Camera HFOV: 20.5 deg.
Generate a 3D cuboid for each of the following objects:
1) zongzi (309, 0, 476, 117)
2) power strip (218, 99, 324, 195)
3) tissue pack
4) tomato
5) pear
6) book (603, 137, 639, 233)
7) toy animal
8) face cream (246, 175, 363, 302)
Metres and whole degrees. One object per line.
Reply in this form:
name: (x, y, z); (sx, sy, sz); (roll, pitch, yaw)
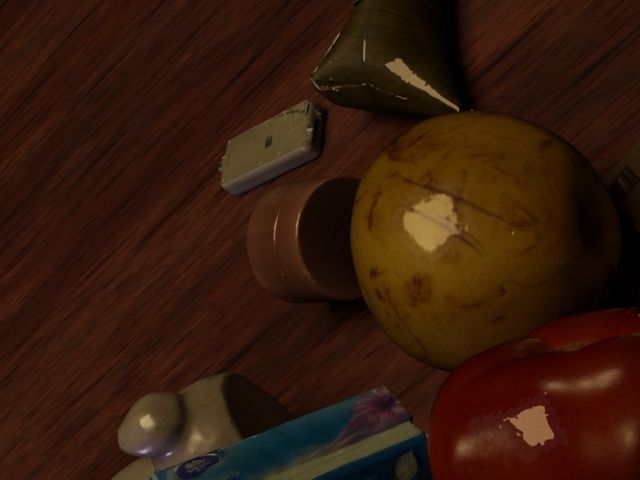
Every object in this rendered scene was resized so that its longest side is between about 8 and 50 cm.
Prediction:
zongzi: (0.129, -0.255, 2.155); (0.256, 0.115, 0.228); (14, 74, 49)
power strip: (-0.065, -0.125, 2.379); (0.192, 0.035, 0.081); (-24, 49, 42)
tissue pack: (-0.013, 0.289, 1.768); (0.263, 0.198, 0.146); (-19, 29, -14)
tomato: (0.235, 0.193, 1.586); (0.298, 0.298, 0.226); (2, 109, 53)
pear: (0.166, 0.001, 1.794); (0.280, 0.280, 0.281); (-32, 44, 37)
book: (0.425, -0.115, 1.742); (0.310, 0.021, 0.217); (-51, 36, 15)
toy animal: (-0.193, 0.310, 2.055); (0.367, 0.241, 0.196); (-44, 36, 24)
face cream: (0.000, 0.000, 2.102); (0.104, 0.149, 0.149); (-5, 63, 52)
